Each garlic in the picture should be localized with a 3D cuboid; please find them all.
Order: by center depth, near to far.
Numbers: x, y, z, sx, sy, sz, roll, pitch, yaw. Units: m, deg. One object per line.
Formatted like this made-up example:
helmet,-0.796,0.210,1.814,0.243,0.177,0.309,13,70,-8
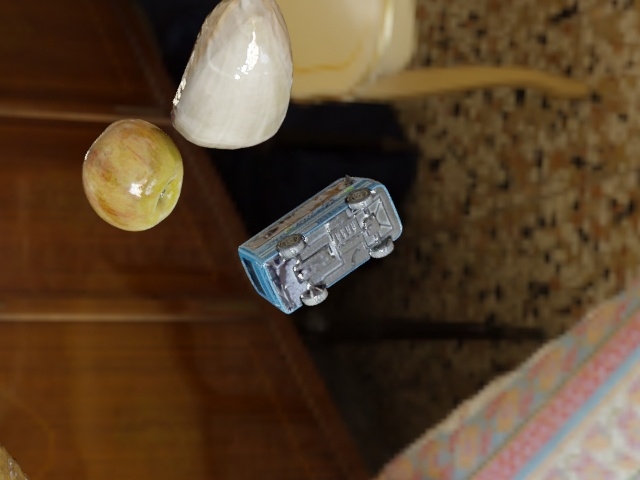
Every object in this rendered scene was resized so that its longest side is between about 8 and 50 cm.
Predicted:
garlic,-0.067,-0.149,1.364,0.198,0.090,0.128,109,163,-62

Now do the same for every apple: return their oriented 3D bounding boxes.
apple,-0.142,-0.050,1.332,0.084,0.071,0.084,-57,-12,-19

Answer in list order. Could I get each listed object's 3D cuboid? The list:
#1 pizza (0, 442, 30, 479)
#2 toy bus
pizza,-0.430,0.284,1.463,0.130,0.406,0.440,-109,-5,-56
toy bus,0.000,0.000,0.939,0.046,0.083,0.038,25,145,55
